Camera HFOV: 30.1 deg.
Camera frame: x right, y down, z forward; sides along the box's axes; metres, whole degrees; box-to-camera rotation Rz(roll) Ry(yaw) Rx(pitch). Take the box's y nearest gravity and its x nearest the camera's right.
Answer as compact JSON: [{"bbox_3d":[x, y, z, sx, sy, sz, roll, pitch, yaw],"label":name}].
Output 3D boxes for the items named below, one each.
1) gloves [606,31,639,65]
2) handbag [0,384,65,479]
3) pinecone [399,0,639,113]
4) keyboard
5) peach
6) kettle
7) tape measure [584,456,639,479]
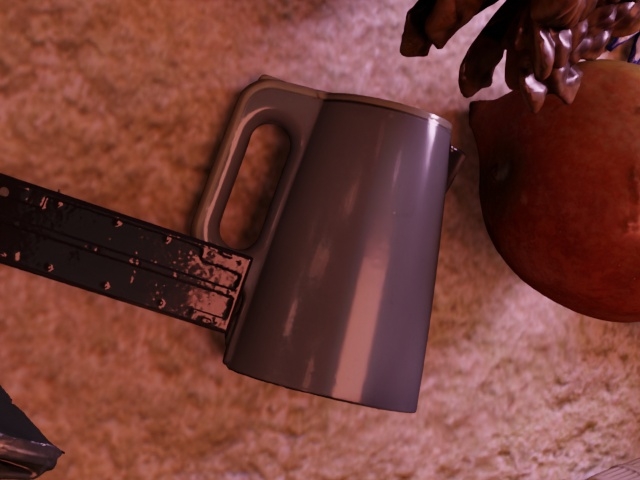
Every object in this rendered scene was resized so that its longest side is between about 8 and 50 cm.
[{"bbox_3d":[0.317,-0.210,1.177,0.064,0.026,0.086,17,96,-31],"label":"gloves"},{"bbox_3d":[-0.305,0.072,0.729,0.260,0.247,0.079,37,83,-32],"label":"handbag"},{"bbox_3d":[0.125,-0.308,0.883,0.384,0.384,0.384,-7,104,-30],"label":"pinecone"},{"bbox_3d":[-0.156,0.010,0.902,0.202,0.011,0.067,19,92,-10],"label":"keyboard"},{"bbox_3d":[0.239,-0.052,1.057,0.232,0.257,0.232,-57,163,-28],"label":"peach"},{"bbox_3d":[0.000,0.000,0.978,0.211,0.160,0.243,12,87,-3],"label":"kettle"},{"bbox_3d":[0.379,0.375,1.214,0.133,0.231,0.271,-10,105,-31],"label":"tape measure"}]
